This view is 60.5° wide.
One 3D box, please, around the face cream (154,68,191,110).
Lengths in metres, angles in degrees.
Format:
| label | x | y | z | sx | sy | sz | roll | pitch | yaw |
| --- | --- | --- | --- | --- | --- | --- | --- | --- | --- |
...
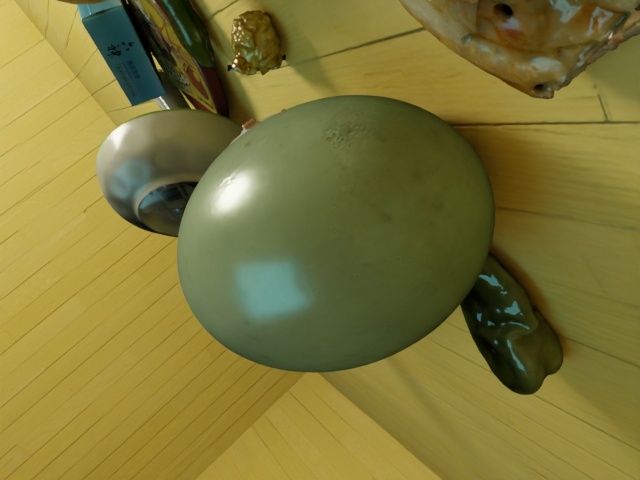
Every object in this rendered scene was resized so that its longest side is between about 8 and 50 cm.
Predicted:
| label | x | y | z | sx | sy | sz | roll | pitch | yaw |
| --- | --- | --- | --- | --- | --- | --- | --- | --- | --- |
| face cream | -0.300 | -0.269 | 1.193 | 0.244 | 0.058 | 0.092 | 53 | -171 | 15 |

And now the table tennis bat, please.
| label | x | y | z | sx | sy | sz | roll | pitch | yaw |
| --- | --- | --- | --- | --- | --- | --- | --- | --- | --- |
| table tennis bat | -0.243 | -0.302 | 1.045 | 0.268 | 0.051 | 0.415 | 39 | 161 | 41 |

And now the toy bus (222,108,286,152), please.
| label | x | y | z | sx | sy | sz | roll | pitch | yaw |
| --- | --- | --- | --- | --- | --- | --- | --- | --- | --- |
| toy bus | -0.063 | -0.071 | 0.923 | 0.179 | 0.143 | 0.305 | 48 | 167 | 9 |

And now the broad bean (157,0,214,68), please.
| label | x | y | z | sx | sy | sz | roll | pitch | yaw |
| --- | --- | --- | --- | --- | --- | --- | --- | --- | --- |
| broad bean | -0.231 | -0.372 | 0.823 | 0.065 | 0.046 | 0.255 | 3 | 132 | 57 |

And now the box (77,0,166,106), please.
| label | x | y | z | sx | sy | sz | roll | pitch | yaw |
| --- | --- | --- | --- | --- | --- | --- | --- | --- | --- |
| box | -0.395 | -0.399 | 1.081 | 0.232 | 0.083 | 0.143 | 75 | 170 | -63 |

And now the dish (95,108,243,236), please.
| label | x | y | z | sx | sy | sz | roll | pitch | yaw |
| --- | --- | --- | --- | --- | --- | --- | --- | --- | --- |
| dish | -0.259 | -0.091 | 1.051 | 0.324 | 0.324 | 0.124 | 73 | -176 | -58 |

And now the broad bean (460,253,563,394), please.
| label | x | y | z | sx | sy | sz | roll | pitch | yaw |
| --- | --- | --- | --- | --- | --- | --- | --- | --- | --- |
| broad bean | 0.218 | 0.088 | 0.688 | 0.207 | 0.072 | 0.153 | 60 | 163 | 2 |

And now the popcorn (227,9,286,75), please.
| label | x | y | z | sx | sy | sz | roll | pitch | yaw |
| --- | --- | --- | --- | --- | --- | --- | --- | --- | --- |
| popcorn | -0.091 | -0.240 | 0.690 | 0.084 | 0.084 | 0.084 | 44 | 165 | 15 |

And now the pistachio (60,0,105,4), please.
| label | x | y | z | sx | sy | sz | roll | pitch | yaw |
| --- | --- | --- | --- | --- | --- | --- | --- | --- | --- |
| pistachio | -0.323 | -0.420 | 0.591 | 0.321 | 0.238 | 0.229 | 47 | 174 | -28 |

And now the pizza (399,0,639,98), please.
| label | x | y | z | sx | sy | sz | roll | pitch | yaw |
| --- | --- | --- | --- | --- | --- | --- | --- | --- | --- |
| pizza | 0.112 | -0.183 | 0.261 | 0.189 | 0.071 | 0.297 | 47 | 165 | 7 |

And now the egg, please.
| label | x | y | z | sx | sy | sz | roll | pitch | yaw |
| --- | --- | --- | --- | --- | --- | --- | --- | --- | --- |
| egg | 0.000 | 0.000 | 0.590 | 0.388 | 0.276 | 0.276 | -20 | 114 | 43 |
